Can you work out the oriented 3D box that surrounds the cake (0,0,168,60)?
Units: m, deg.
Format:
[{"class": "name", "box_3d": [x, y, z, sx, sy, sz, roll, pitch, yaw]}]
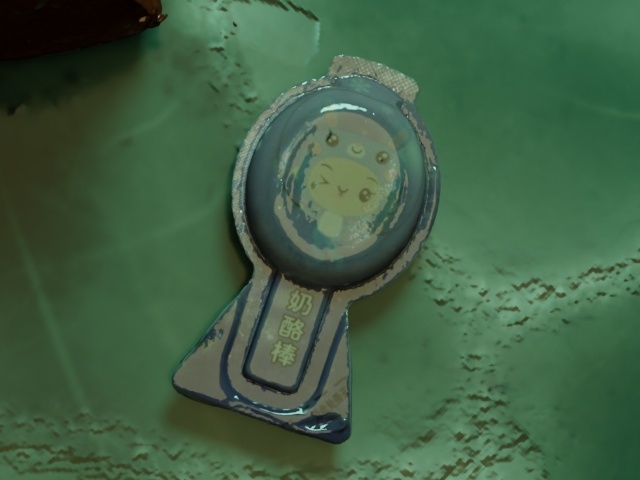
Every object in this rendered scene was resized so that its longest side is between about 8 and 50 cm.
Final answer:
[{"class": "cake", "box_3d": [-0.183, -0.173, 0.558, 0.160, 0.262, 0.158, -12, 83, 10]}]

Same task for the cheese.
[{"class": "cheese", "box_3d": [0.000, 0.000, 0.668, 0.105, 0.042, 0.190, 18, 86, -6]}]
